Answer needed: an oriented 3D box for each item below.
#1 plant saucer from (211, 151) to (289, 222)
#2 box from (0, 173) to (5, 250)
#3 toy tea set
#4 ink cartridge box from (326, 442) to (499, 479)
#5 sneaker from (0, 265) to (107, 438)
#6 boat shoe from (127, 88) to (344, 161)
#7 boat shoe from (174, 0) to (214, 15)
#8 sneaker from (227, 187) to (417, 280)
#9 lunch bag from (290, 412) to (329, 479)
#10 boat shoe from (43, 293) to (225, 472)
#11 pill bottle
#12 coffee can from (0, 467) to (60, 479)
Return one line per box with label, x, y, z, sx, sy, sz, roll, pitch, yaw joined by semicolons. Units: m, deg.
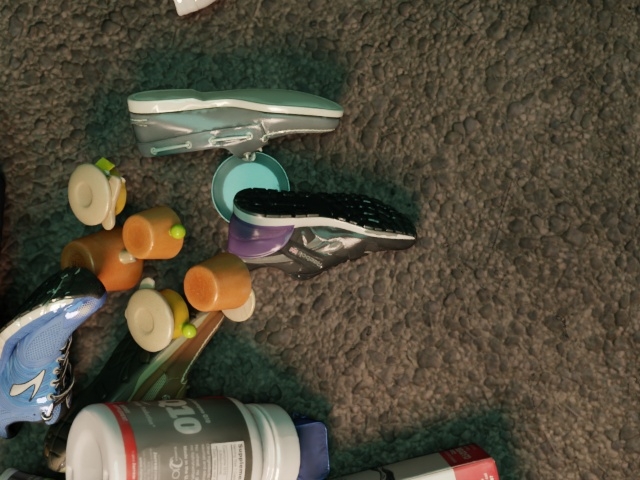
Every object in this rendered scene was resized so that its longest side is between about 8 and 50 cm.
plant saucer;-0.106;-0.076;1.229;0.119;0.021;0.120;0;88;-2
box;-0.592;0.021;1.019;0.293;0.212;0.396;-12;51;-2
toy tea set;-0.221;0.031;1.114;0.336;0.124;0.200;34;115;26
ink cartridge box;0.131;0.430;1.163;0.272;0.114;0.197;-13;88;-4
sneaker;-0.388;0.166;1.128;0.147;0.130;0.330;41;118;-12
boat shoe;-0.125;-0.171;1.205;0.319;0.116;0.099;0;111;-4
boat shoe;-0.283;-0.500;1.202;0.156;0.136;0.367;-32;98;-1
sneaker;0.000;0.000;1.207;0.283;0.107;0.124;6;120;-12
lunch bag;-0.031;0.305;1.188;0.067;0.065;0.099;-2;87;-25
boat shoe;-0.255;0.218;1.171;0.324;0.122;0.120;-47;120;-3
pill bottle;-0.179;0.293;1.081;0.283;0.161;0.161;5;86;-38
coffee can;-0.325;0.445;1.101;0.275;0.201;0.202;14;86;-1
